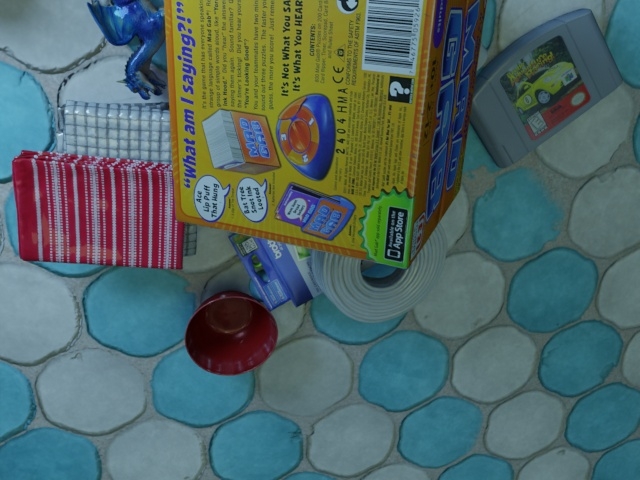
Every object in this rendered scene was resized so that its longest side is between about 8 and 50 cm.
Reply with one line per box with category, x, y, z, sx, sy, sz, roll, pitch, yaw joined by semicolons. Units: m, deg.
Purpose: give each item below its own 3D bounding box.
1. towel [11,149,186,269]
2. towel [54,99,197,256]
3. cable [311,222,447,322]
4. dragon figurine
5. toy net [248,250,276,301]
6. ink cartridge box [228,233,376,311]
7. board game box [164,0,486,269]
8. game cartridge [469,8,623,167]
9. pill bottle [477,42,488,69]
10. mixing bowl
towel;-0.363;-0.043;1.100;0.275;0.031;0.199;4;116;-12
towel;-0.330;-0.110;1.157;0.235;0.121;0.283;1;116;-11
cable;0.114;0.032;1.234;0.257;0.089;0.257;-20;117;-10
dragon figurine;-0.320;-0.365;1.056;0.144;0.085;0.289;-34;118;4
toy net;-0.036;0.050;1.340;0.232;0.045;0.122;-14;104;-9
ink cartridge box;0.000;0.000;1.282;0.311;0.065;0.186;-27;107;-3
board game box;0.023;-0.218;0.977;0.356;0.356;0.356;12;116;19
game cartridge;0.423;-0.299;1.274;0.294;0.060;0.196;-37;113;6
pill bottle;0.198;-0.380;1.147;0.117;0.117;0.215;-43;115;9
mixing bowl;-0.181;0.169;1.326;0.181;0.098;0.181;-5;116;-10
